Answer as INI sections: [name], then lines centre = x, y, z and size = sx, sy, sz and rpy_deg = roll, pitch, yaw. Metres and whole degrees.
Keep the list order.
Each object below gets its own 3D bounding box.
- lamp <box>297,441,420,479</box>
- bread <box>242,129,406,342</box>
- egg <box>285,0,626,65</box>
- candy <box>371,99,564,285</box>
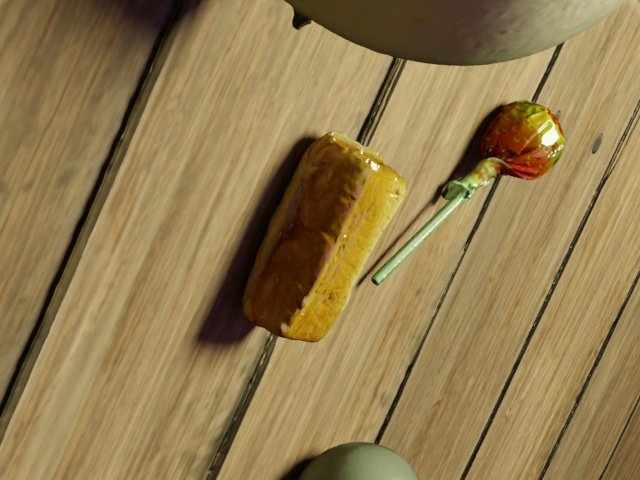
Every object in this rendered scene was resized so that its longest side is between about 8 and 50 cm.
[lamp]
centre = 0.029, 0.197, 1.152
size = 0.105, 0.105, 0.105
rpy_deg = -43, 148, -35
[bread]
centre = 0.000, 0.000, 0.969
size = 0.074, 0.053, 0.132
rpy_deg = 14, 102, -60
[egg]
centre = 0.089, -0.207, 0.746
size = 0.271, 0.206, 0.162
rpy_deg = -50, 176, -4
[candy]
centre = 0.104, -0.032, 1.145
size = 0.201, 0.060, 0.060
rpy_deg = -42, 148, -24
